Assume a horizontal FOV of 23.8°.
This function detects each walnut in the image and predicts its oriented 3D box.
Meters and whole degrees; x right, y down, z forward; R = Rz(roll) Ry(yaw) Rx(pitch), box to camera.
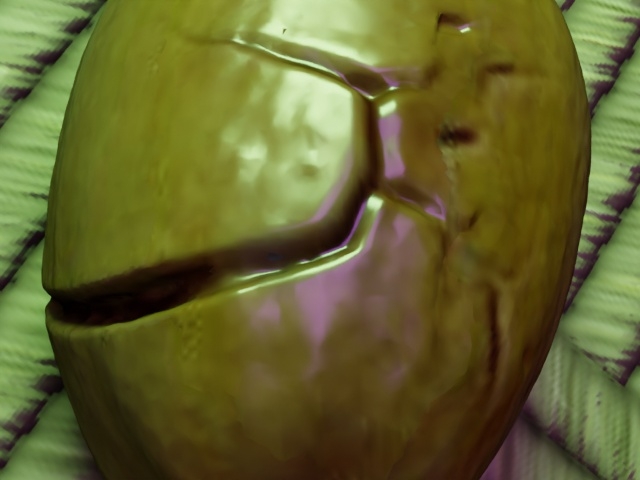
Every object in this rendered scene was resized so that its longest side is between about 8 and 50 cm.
[{"bbox_3d":[0.000,0.000,0.554,0.203,0.203,0.297,12,67,-18],"label":"walnut"}]
